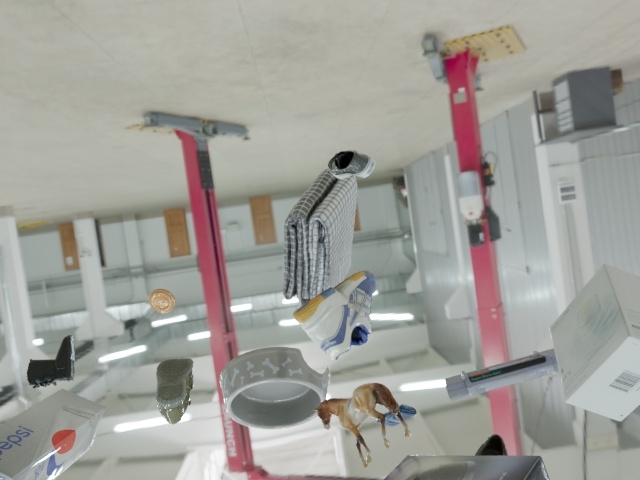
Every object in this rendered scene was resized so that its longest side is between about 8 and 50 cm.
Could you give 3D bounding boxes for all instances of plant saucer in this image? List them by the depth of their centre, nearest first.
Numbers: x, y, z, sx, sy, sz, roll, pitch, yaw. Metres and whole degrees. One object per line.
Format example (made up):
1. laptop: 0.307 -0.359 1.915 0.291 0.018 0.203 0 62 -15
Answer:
1. plant saucer: -0.486 0.187 1.827 0.083 0.084 0.013 -8 -156 8

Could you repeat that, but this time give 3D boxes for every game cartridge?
1. game cartridge: 0.543 0.388 1.753 0.354 0.068 0.230 -18 165 8

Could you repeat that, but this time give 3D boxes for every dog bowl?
1. dog bowl: -0.138 0.468 1.840 0.348 0.349 0.102 -3 -134 -3

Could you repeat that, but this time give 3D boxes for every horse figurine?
1. horse figurine: 0.099 0.388 1.318 0.066 0.175 0.263 -6 146 -38

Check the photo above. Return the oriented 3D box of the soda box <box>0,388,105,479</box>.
1. soda box: -0.473 0.344 0.982 0.098 0.091 0.286 22 -174 5

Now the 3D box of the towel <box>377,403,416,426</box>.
1. towel: 0.233 0.536 1.813 0.067 0.029 0.119 21 135 -28

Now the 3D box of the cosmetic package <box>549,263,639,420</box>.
1. cosmetic package: 0.622 0.215 1.275 0.138 0.224 0.225 20 -143 -3

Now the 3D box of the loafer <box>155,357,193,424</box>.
1. loafer: -0.368 0.373 1.495 0.094 0.088 0.251 -1 -165 -5

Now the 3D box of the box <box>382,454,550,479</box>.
1. box: 0.213 0.513 1.006 0.293 0.183 0.296 -20 -178 42

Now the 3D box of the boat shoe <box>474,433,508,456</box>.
1. boat shoe: 0.385 0.569 1.394 0.102 0.093 0.285 10 -152 22

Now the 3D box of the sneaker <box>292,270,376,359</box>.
1. sneaker: 0.053 0.154 1.220 0.112 0.131 0.296 -39 173 30

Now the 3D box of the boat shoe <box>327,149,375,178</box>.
1. boat shoe: 0.043 -0.132 0.994 0.040 0.049 0.142 26 176 -24

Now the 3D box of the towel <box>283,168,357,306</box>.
1. towel: 0.000 0.000 1.431 0.121 0.284 0.235 12 -145 15

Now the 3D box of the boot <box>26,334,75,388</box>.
1. boot: -0.635 0.286 1.406 0.099 0.121 0.045 -5 157 -10
